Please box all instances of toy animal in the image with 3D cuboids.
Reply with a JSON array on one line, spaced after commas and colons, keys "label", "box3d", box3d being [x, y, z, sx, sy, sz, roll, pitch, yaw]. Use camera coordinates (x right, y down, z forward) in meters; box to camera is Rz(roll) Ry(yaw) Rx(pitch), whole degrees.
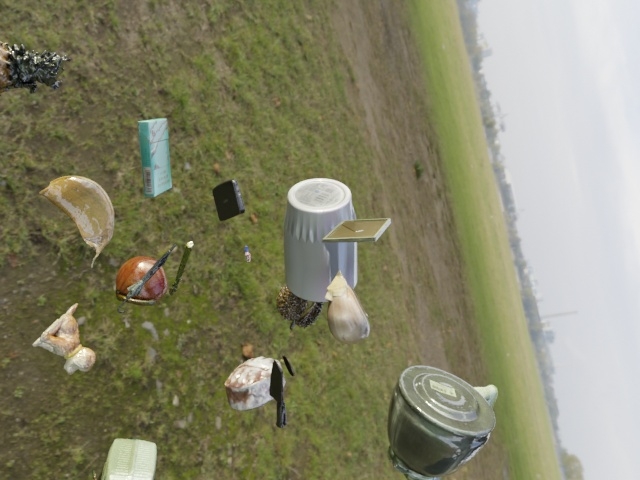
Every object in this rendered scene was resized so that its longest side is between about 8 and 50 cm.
[{"label": "toy animal", "box3d": [-0.777, 0.318, 1.635, 0.185, 0.104, 0.184, 44, 42, -13]}]

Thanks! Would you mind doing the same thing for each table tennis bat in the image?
[{"label": "table tennis bat", "box3d": [-0.133, 0.488, 2.009, 0.087, 0.013, 0.156, 66, -18, -5]}]

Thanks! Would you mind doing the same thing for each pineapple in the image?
[{"label": "pineapple", "box3d": [-0.733, -0.406, 1.189, 0.278, 0.158, 0.158, -5, 82, -30]}]

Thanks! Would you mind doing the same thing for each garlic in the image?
[{"label": "garlic", "box3d": [0.091, 0.224, 1.425, 0.148, 0.128, 0.266, -54, 150, -19]}, {"label": "garlic", "box3d": [-0.871, -0.087, 1.908, 0.196, 0.151, 0.338, -39, 103, -36]}]

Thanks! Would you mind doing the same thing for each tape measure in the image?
[{"label": "tape measure", "box3d": [-0.404, 0.519, 1.005, 0.207, 0.115, 0.235, -147, -107, -69]}]

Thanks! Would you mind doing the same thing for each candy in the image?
[{"label": "candy", "box3d": [-0.258, 0.560, 2.024, 0.289, 0.214, 0.157, -31, 108, -73]}]

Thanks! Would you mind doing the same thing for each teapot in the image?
[{"label": "teapot", "box3d": [0.282, 0.451, 1.271, 0.321, 0.239, 0.239, -25, 138, -62]}]

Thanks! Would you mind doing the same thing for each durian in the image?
[{"label": "durian", "box3d": [-0.079, 0.241, 1.905, 0.167, 0.196, 0.196, -1, -76, 67]}]

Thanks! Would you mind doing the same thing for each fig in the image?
[{"label": "fig", "box3d": [-0.666, 0.159, 1.890, 0.205, 0.205, 0.205, -12, 90, -70]}]

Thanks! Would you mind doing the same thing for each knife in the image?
[{"label": "knife", "box3d": [-0.120, 0.419, 1.405, 0.028, 0.060, 0.230, -27, 129, -41]}]

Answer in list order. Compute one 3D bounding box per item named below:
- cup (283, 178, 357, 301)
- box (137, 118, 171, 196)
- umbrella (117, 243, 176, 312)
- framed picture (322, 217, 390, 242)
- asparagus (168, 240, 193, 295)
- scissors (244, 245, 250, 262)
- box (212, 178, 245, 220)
[{"label": "cup", "box3d": [0.000, 0.000, 1.695, 0.253, 0.253, 0.371, -74, 166, -53]}, {"label": "box", "box3d": [-0.520, -0.265, 1.614, 0.162, 0.041, 0.229, -80, 171, -74]}, {"label": "umbrella", "box3d": [-0.525, 0.112, 1.525, 0.044, 0.269, 0.044, 36, 3, -39]}, {"label": "framed picture", "box3d": [0.105, -0.029, 1.430, 0.203, 0.150, 0.015, -42, 128, -65]}, {"label": "asparagus", "box3d": [-0.397, 0.084, 1.453, 0.025, 0.248, 0.024, 7, 49, -26]}, {"label": "scissors", "box3d": [-0.247, 0.051, 1.731, 0.113, 0.012, 0.039, -116, -172, -72]}, {"label": "box", "box3d": [-0.311, -0.136, 1.724, 0.027, 0.126, 0.125, -12, 87, -48]}]
